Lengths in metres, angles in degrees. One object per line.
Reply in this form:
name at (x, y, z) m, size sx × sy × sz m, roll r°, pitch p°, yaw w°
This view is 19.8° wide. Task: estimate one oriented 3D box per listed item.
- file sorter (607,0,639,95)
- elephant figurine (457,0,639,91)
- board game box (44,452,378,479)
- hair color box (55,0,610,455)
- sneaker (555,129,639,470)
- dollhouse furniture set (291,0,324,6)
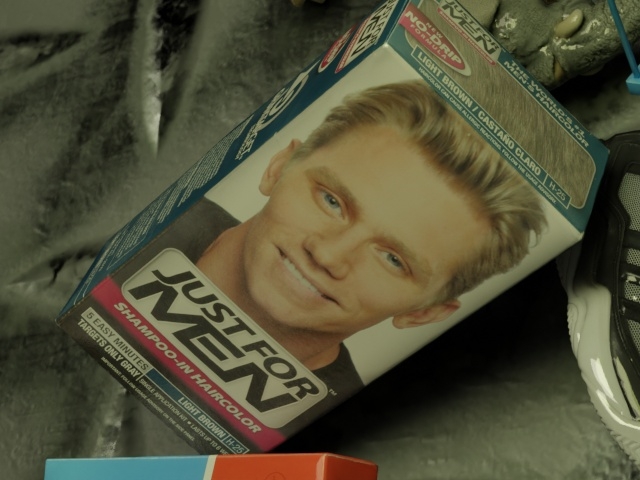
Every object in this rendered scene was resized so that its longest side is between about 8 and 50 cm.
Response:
file sorter at (0.277, -0.179, 1.185) m, size 0.118 × 0.104 × 0.170 m, roll 13°, pitch 51°, yaw 44°
elephant figurine at (0.116, -0.132, 1.307) m, size 0.239 × 0.186 × 0.169 m, roll -51°, pitch 4°, yaw -13°
board game box at (-0.086, 0.301, 1.207) m, size 0.242 × 0.064 × 0.317 m, roll -6°, pitch 74°, yaw 33°
hair color box at (0.000, 0.000, 1.203) m, size 0.347 × 0.174 × 0.105 m, roll -38°, pitch 15°, yaw 36°
sneaker at (0.235, 0.023, 1.145) m, size 0.153 × 0.101 × 0.269 m, roll -28°, pitch 50°, yaw 24°
dollhouse furniture set at (-0.031, -0.382, 1.450) m, size 0.303 × 0.174 × 0.355 m, roll -56°, pitch 44°, yaw 24°
